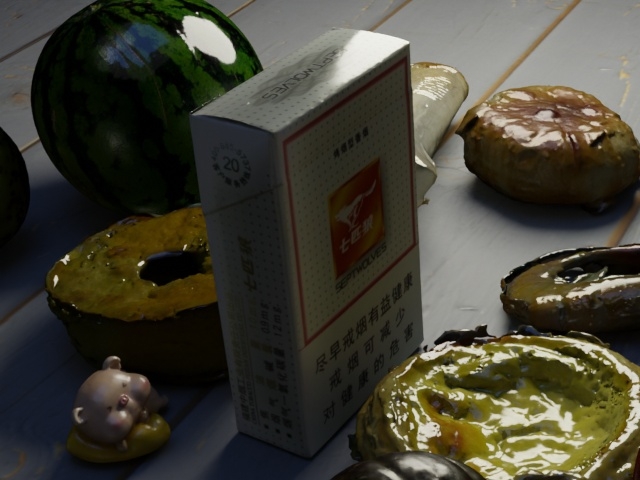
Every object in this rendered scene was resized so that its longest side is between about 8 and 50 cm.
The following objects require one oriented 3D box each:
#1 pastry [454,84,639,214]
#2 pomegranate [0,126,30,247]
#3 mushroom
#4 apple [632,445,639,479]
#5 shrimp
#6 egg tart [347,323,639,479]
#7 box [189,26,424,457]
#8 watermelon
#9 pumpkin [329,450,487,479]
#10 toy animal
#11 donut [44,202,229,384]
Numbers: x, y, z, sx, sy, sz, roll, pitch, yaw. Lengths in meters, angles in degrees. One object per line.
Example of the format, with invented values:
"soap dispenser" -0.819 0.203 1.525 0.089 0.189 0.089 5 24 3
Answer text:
"pastry" 0.279 -0.119 1.449 0.229 0.100 0.218 -1 31 4
"pomegranate" -0.458 -0.054 1.403 0.214 0.214 0.248 -23 -2 -26
"mushroom" 0.112 -0.134 1.491 0.123 0.095 0.351 -16 25 21
"apple" 0.329 0.182 0.795 0.216 0.260 0.260 24 36 3
"shrimp" 0.310 0.043 1.227 0.253 0.058 0.173 -8 23 -2
"egg tart" 0.160 0.169 1.004 0.279 0.095 0.279 -6 26 3
"box" 0.001 0.000 1.069 0.095 0.330 0.210 17 37 30
"watermelon" -0.206 -0.165 1.442 0.285 0.285 0.285 -4 31 2
"pumpkin" 0.044 0.253 0.769 0.219 0.219 0.162 -22 44 -25
"toy animal" -0.181 0.149 1.092 0.091 0.082 0.114 8 33 19
"donut" -0.144 0.055 1.231 0.272 0.107 0.272 -6 26 3
